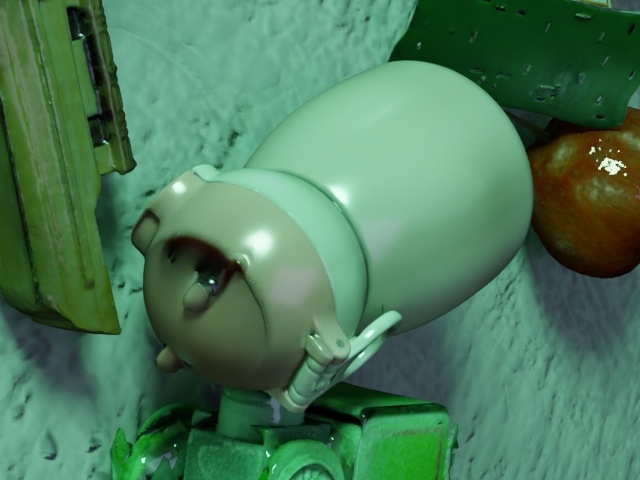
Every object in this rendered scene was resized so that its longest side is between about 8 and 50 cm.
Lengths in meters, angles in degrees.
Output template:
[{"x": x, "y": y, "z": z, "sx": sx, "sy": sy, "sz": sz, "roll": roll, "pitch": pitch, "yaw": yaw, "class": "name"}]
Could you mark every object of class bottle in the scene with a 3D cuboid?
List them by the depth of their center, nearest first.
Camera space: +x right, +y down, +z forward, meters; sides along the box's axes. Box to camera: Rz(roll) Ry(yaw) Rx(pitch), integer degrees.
[{"x": 0.000, "y": 0.000, "z": 0.730, "sx": 0.236, "sy": 0.148, "sz": 0.147, "roll": -31, "pitch": 116, "yaw": -46, "class": "bottle"}]

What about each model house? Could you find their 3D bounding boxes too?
[{"x": 0.132, "y": -0.151, "z": 0.869, "sx": 0.167, "sy": 0.117, "sz": 0.088, "roll": 8, "pitch": 55, "yaw": -6, "class": "model house"}]

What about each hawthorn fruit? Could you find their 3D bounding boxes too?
[{"x": 0.199, "y": -0.043, "z": 0.941, "sx": 0.125, "sy": 0.125, "sz": 0.140, "roll": -47, "pitch": 125, "yaw": -27, "class": "hawthorn fruit"}]

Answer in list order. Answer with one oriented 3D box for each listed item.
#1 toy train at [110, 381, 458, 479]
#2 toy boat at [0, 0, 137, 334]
[{"x": -0.021, "y": 0.191, "z": 0.777, "sx": 0.188, "sy": 0.132, "sz": 0.243, "roll": 7, "pitch": 91, "yaw": -50, "class": "toy train"}, {"x": -0.136, "y": -0.057, "z": 0.679, "sx": 0.088, "sy": 0.068, "sz": 0.226, "roll": -27, "pitch": 113, "yaw": -45, "class": "toy boat"}]
